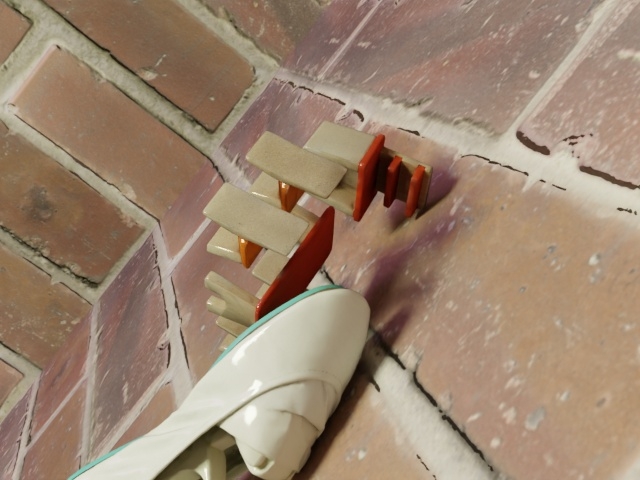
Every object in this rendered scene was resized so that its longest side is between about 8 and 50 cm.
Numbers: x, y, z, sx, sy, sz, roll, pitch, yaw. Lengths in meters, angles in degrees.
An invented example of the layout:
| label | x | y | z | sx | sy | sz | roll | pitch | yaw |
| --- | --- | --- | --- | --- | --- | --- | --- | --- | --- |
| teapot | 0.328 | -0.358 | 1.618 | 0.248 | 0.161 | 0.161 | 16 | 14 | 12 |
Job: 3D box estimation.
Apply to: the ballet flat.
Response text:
| label | x | y | z | sx | sy | sz | roll | pitch | yaw |
| --- | --- | --- | --- | --- | --- | --- | --- | --- | --- |
| ballet flat | -0.093 | 0.207 | 0.944 | 0.400 | 0.139 | 0.139 | -38 | 20 | 13 |

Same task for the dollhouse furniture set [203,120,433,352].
| label | x | y | z | sx | sy | sz | roll | pitch | yaw |
| --- | --- | --- | --- | --- | --- | --- | --- | --- | --- |
| dollhouse furniture set | 0.000 | 0.000 | 1.017 | 0.259 | 0.135 | 0.262 | -55 | -18 | -31 |
